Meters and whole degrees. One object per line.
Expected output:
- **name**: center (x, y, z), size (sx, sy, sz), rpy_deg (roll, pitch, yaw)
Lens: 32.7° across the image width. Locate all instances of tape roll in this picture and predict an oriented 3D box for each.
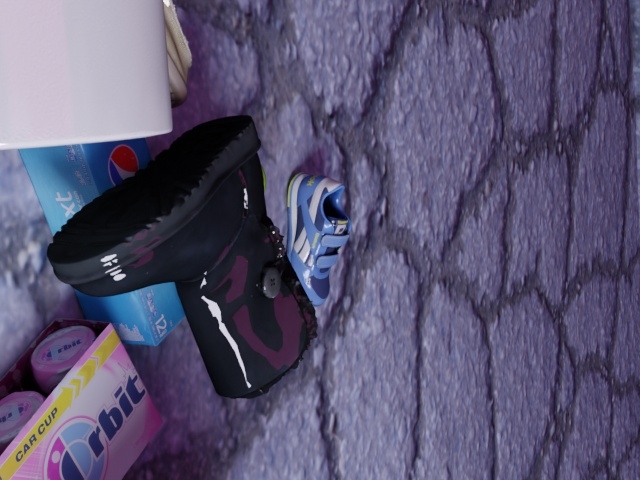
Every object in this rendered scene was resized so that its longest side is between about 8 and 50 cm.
- **tape roll**: center (-0.210, -0.136, 0.617), size (0.246, 0.246, 0.169), rpy_deg (-15, 104, -58)

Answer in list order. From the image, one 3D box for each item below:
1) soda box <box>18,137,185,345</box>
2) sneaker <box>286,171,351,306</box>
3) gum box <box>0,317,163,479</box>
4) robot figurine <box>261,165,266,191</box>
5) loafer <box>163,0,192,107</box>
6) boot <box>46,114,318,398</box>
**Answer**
- **soda box**: center (-0.168, -0.022, 0.863), size (0.071, 0.067, 0.210), rpy_deg (-48, 131, -48)
- **sneaker**: center (0.000, 0.000, 1.155), size (0.053, 0.059, 0.144), rpy_deg (-18, 107, -60)
- **gum box**: center (-0.207, 0.160, 0.808), size (0.188, 0.062, 0.107), rpy_deg (-56, 136, -43)
- **robot figurine**: center (-0.091, -0.039, 0.992), size (0.115, 0.067, 0.101), rpy_deg (-61, 140, -39)
- **loafer**: center (-0.166, -0.216, 0.827), size (0.092, 0.102, 0.268), rpy_deg (-58, 137, -32)
- **boot**: center (-0.087, 0.040, 0.839), size (0.246, 0.094, 0.207), rpy_deg (-51, 129, -55)
